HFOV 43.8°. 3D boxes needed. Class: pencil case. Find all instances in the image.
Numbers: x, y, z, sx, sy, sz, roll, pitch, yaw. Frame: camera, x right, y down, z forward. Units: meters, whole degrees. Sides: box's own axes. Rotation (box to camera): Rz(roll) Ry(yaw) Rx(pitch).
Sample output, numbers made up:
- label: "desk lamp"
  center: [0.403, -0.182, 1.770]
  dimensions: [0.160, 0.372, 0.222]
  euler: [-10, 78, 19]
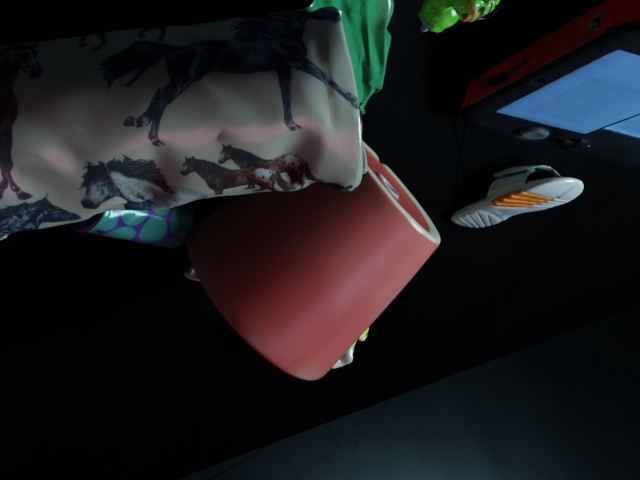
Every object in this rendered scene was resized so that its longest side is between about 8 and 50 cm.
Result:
- label: "pencil case"
  center: [-0.225, -0.030, 0.955]
  dimensions: [0.151, 0.070, 0.065]
  euler: [15, 101, -53]
- label: "pencil case"
  center: [-0.152, -0.092, 0.691]
  dimensions: [0.410, 0.160, 0.184]
  euler: [-10, 148, -9]

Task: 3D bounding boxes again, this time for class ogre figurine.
- label: "ogre figurine"
  center: [0.151, -0.271, 0.777]
  dimensions: [0.118, 0.097, 0.197]
  euler: [-36, -176, -11]

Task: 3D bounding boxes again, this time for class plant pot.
- label: "plant pot"
  center: [0.004, 0.004, 1.044]
  dimensions: [0.243, 0.275, 0.275]
  euler: [-41, 154, 13]

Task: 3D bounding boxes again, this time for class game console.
- label: "game console"
  center: [0.394, -0.173, 0.969]
  dimensions: [0.341, 0.060, 0.386]
  euler: [15, 168, -19]

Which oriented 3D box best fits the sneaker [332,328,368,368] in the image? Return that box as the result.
- label: "sneaker"
  center: [0.046, 0.106, 1.420]
  dimensions: [0.145, 0.147, 0.385]
  euler: [-18, 156, -11]

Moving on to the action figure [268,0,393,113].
- label: "action figure"
  center: [0.023, -0.200, 0.833]
  dimensions: [0.137, 0.064, 0.232]
  euler: [-25, 154, -3]

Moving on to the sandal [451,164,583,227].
- label: "sandal"
  center: [0.328, -0.088, 1.388]
  dimensions: [0.101, 0.076, 0.265]
  euler: [13, 160, -35]

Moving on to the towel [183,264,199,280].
- label: "towel"
  center: [-0.123, 0.024, 1.229]
  dimensions: [0.152, 0.023, 0.113]
  euler: [-33, 157, 19]
